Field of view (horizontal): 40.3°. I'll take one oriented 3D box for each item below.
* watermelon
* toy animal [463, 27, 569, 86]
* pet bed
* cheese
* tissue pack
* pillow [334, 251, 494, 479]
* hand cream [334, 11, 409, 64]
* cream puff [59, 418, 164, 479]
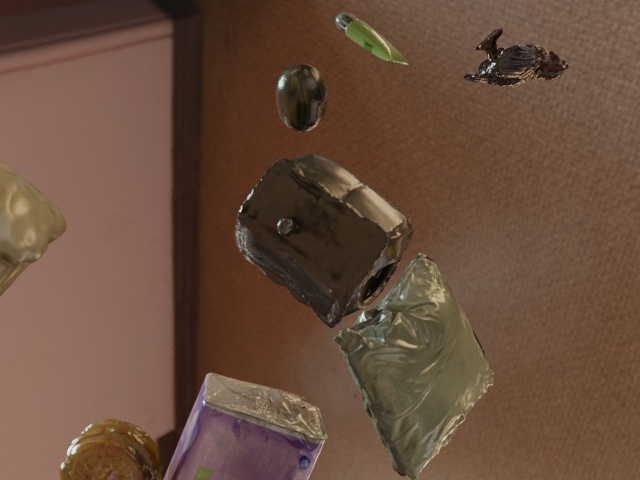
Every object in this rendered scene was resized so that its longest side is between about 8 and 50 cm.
[{"bbox_3d":[-0.027,-0.208,1.284,0.078,0.078,0.111,34,143,32],"label":"watermelon"},{"bbox_3d":[0.382,-0.334,1.701,0.179,0.218,0.116,21,93,-5],"label":"toy animal"},{"bbox_3d":[0.000,0.000,1.217,0.211,0.159,0.183,39,124,13],"label":"pet bed"},{"bbox_3d":[-0.391,0.064,0.858,0.115,0.326,0.318,41,137,-13],"label":"cheese"},{"bbox_3d":[-0.162,0.440,1.650,0.160,0.242,0.338,-109,42,-71],"label":"tissue pack"},{"bbox_3d":[0.172,0.206,1.516,0.138,0.283,0.310,-4,118,52],"label":"pillow"},{"bbox_3d":[0.105,-0.422,1.848,0.175,0.095,0.046,43,112,16],"label":"hand cream"},{"bbox_3d":[-0.369,0.410,1.578,0.129,0.189,0.189,-113,8,-76],"label":"cream puff"}]
